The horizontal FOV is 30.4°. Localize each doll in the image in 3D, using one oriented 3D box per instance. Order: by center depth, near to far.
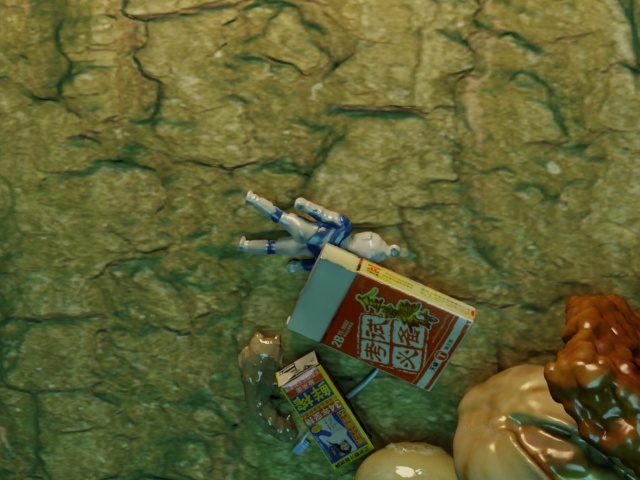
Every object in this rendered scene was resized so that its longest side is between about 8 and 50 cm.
[{"bbox_3d":[0.000,0.000,1.655,0.227,0.057,0.114,14,114,7],"label":"doll"}]

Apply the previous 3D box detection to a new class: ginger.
[{"bbox_3d":[-0.079,0.216,1.726,0.070,0.051,0.173,-10,111,-2],"label":"ginger"}]

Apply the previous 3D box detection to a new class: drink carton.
[{"bbox_3d":[0.007,0.246,1.699,0.071,0.056,0.165,-29,111,5],"label":"drink carton"}]

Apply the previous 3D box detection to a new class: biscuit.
[{"bbox_3d":[0.433,0.209,1.531,0.318,0.312,0.110,36,116,-1],"label":"biscuit"}]

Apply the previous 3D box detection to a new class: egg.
[{"bbox_3d":[0.142,0.375,1.684,0.202,0.164,0.164,26,106,4],"label":"egg"}]

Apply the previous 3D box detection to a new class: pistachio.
[{"bbox_3d":[0.324,0.307,1.593,0.321,0.238,0.229,35,87,21],"label":"pistachio"}]

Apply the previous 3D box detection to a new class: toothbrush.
[{"bbox_3d":[0.024,0.250,1.739,0.019,0.013,0.193,40,105,-12],"label":"toothbrush"}]

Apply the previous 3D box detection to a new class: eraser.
[{"bbox_3d":[0.082,0.110,1.654,0.230,0.038,0.157,24,131,-2],"label":"eraser"}]
